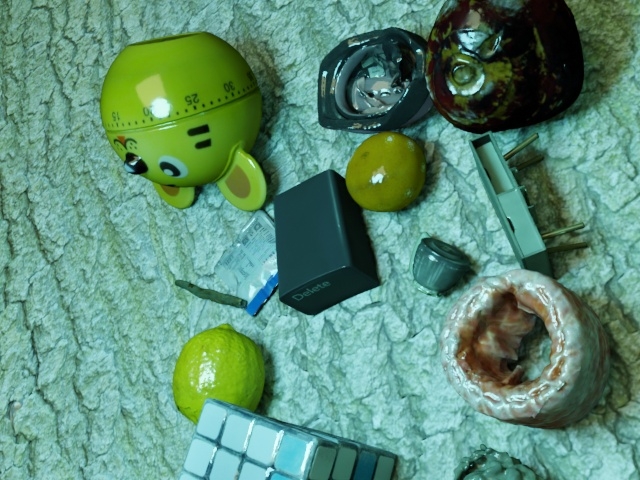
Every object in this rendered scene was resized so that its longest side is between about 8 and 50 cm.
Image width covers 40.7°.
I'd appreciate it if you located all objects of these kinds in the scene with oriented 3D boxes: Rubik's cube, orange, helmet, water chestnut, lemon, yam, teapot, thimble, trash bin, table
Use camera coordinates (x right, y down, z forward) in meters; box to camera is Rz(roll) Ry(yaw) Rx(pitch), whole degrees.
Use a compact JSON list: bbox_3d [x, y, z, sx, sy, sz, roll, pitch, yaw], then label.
[{"bbox_3d":[-0.066,0.427,1.412,0.259,0.253,0.256,8,76,38],"label":"Rubik's cube"},{"bbox_3d":[0.122,-0.123,1.581,0.156,0.124,0.156,-31,38,28],"label":"orange"},{"bbox_3d":[0.124,-0.292,1.634,0.253,0.154,0.198,-17,69,51],"label":"helmet"},{"bbox_3d":[0.298,-0.314,1.437,0.289,0.289,0.244,-53,27,8],"label":"water chestnut"},{"bbox_3d":[-0.194,0.261,1.632,0.180,0.180,0.193,-21,82,30],"label":"lemon"},{"bbox_3d":[-0.236,0.113,1.817,0.234,0.029,0.027,12,86,46],"label":"yam"},{"bbox_3d":[0.199,0.047,1.491,0.092,0.124,0.091,26,108,1],"label":"teapot"},{"bbox_3d":[0.307,0.165,1.297,0.239,0.162,0.239,-15,66,35],"label":"thimble"},{"bbox_3d":[0.000,0.000,1.631,0.165,0.115,0.225,-26,56,26],"label":"trash bin"},{"bbox_3d":[0.340,-0.062,1.397,0.111,0.121,0.240,-22,58,8],"label":"table"}]

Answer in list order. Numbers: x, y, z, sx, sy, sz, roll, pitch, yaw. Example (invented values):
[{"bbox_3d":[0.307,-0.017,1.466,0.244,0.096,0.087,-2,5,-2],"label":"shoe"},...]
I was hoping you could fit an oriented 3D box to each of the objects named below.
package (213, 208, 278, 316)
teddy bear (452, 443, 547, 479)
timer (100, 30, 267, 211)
[{"bbox_3d":[-0.133,0.044,1.771,0.171,0.027,0.173,-50,54,8],"label":"package"},{"bbox_3d":[0.213,0.470,1.216,0.357,0.224,0.367,6,73,25],"label":"teddy bear"},{"bbox_3d":[-0.283,-0.238,1.828,0.376,0.376,0.387,3,114,38],"label":"timer"}]
